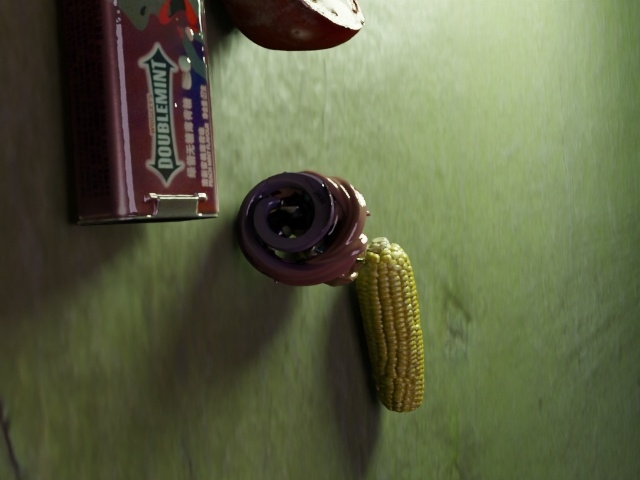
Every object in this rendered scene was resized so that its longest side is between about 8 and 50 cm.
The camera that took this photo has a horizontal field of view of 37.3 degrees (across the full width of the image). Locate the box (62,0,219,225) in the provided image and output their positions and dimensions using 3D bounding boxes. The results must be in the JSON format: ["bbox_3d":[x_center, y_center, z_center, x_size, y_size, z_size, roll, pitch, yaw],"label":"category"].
[{"bbox_3d":[-0.143,-0.125,0.758,0.120,0.069,0.224,-7,93,-55],"label":"box"}]

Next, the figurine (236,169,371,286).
[{"bbox_3d":[0.004,-0.008,0.929,0.114,0.126,0.157,-51,146,16],"label":"figurine"}]

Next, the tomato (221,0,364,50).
[{"bbox_3d":[-0.042,-0.236,0.898,0.159,0.091,0.139,55,28,1],"label":"tomato"}]

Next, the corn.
[{"bbox_3d":[0.080,0.097,1.074,0.067,0.067,0.206,-26,112,-53],"label":"corn"}]
